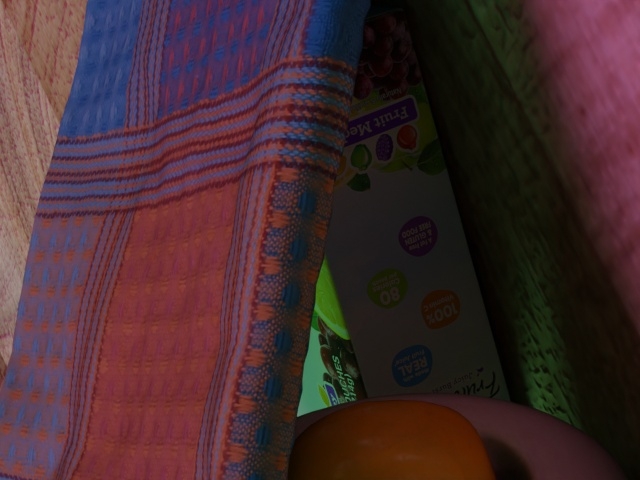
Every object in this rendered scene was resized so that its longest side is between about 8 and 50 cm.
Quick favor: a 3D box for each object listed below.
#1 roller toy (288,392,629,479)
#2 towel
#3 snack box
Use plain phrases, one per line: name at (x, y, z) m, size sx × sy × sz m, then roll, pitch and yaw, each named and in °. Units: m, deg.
roller toy at (0.034, 0.153, 0.712) m, size 0.191 × 0.209 × 0.146 m, roll -39°, pitch 40°, yaw 30°
towel at (-0.065, 0.001, 0.734) m, size 0.271 × 0.040 × 0.370 m, roll -12°, pitch 66°, yaw 64°
snack box at (0.000, 0.000, 0.847) m, size 0.174 × 0.070 × 0.207 m, roll 23°, pitch 131°, yaw 65°
